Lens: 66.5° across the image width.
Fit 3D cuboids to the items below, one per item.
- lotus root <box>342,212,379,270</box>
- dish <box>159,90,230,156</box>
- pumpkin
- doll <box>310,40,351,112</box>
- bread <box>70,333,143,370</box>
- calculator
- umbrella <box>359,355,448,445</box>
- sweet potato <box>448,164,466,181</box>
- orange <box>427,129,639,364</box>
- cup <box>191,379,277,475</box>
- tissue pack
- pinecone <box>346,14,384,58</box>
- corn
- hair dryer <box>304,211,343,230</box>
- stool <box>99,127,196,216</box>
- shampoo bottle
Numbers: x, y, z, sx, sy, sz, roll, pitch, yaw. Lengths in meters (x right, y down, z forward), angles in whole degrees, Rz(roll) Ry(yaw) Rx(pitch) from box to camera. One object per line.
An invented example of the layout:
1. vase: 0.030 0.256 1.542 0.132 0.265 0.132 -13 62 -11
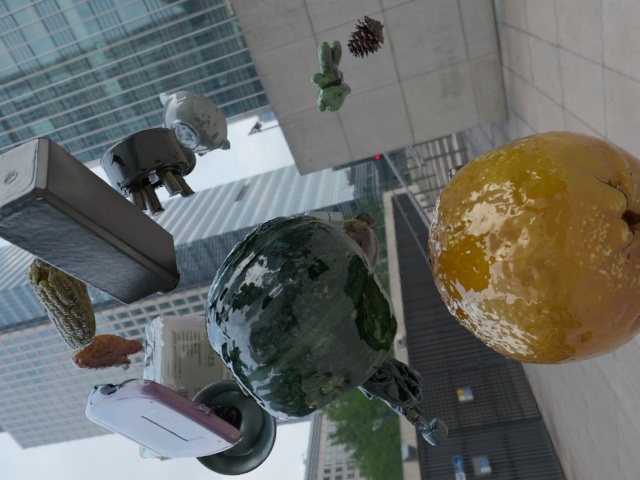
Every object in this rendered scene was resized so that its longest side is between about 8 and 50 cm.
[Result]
1. lotus root: 0.064 0.096 1.513 0.397 0.179 0.196 -64 -18 -12
2. dish: -0.391 -0.325 1.462 0.228 0.236 0.086 111 -178 -48
3. pumpkin: -0.053 0.080 0.703 0.197 0.263 0.293 56 166 -25
4. doll: 0.027 -0.361 1.081 0.115 0.077 0.150 -35 -52 -50
5. bread: -0.725 0.394 1.683 0.095 0.139 0.269 38 -176 35
6. calculator: -0.239 0.268 0.720 0.194 0.294 0.043 41 -132 -21
7. umbrella: 0.116 0.256 0.953 0.349 0.094 0.143 44 -140 8
8. sweet potato: 0.369 -0.097 1.188 0.077 0.077 0.244 59 -168 -53
9. orange: 0.335 0.009 0.710 0.293 0.340 0.341 155 103 -71
10. cup: -0.181 0.390 1.083 0.150 0.199 0.199 6 -110 -84
11. tissue pack: -0.330 0.391 1.312 0.266 0.194 0.357 7 -113 -29
12. pinecone: 0.123 -0.549 1.326 0.102 0.109 0.102 37 -173 -5
13. corn: -0.527 0.130 1.014 0.320 0.097 0.097 105 166 -49
14. hair dryer: 0.000 0.000 1.097 0.047 0.082 0.137 -121 35 -58
15. stool: -0.323 -0.142 0.990 0.228 0.153 0.139 -28 -91 -44
16. shampoo bottle: -0.239 -0.003 0.536 0.246 0.079 0.080 55 -164 -57
